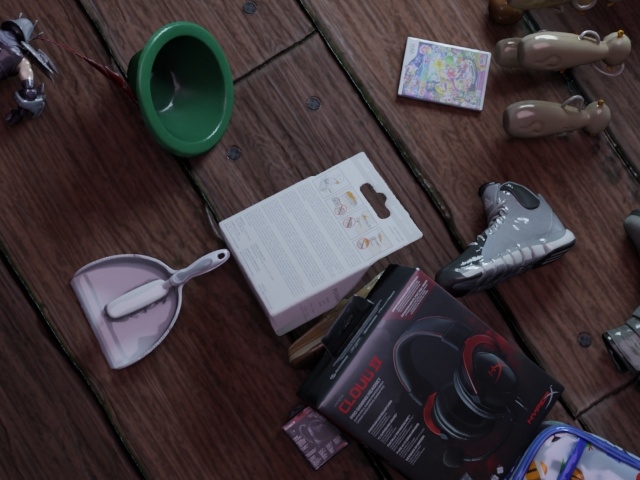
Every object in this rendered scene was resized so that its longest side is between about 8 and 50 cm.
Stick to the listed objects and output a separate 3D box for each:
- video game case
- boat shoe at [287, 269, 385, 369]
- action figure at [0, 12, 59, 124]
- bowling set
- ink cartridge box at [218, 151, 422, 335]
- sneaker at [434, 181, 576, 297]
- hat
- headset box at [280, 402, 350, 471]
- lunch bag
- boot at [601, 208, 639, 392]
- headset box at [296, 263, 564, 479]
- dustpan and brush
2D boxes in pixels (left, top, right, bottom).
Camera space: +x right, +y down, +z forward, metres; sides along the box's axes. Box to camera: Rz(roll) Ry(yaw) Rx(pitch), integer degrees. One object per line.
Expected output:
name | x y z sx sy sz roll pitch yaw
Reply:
video game case | 0.176 -0.236 1.564 0.122 0.011 0.087 11 81 -1
boat shoe | 0.030 0.103 1.486 0.190 0.068 0.072 -29 70 -14
action figure | -0.480 -0.207 1.484 0.185 0.099 0.285 34 67 9
bowling set | 0.327 -0.297 1.504 0.154 0.287 0.200 -3 48 -10
ink cartridge box | 0.000 0.000 1.460 0.224 0.056 0.181 -26 53 -8
sneaker | 0.226 -0.010 1.490 0.228 0.086 0.132 -17 72 -30
hat | -0.248 -0.219 1.526 0.173 0.183 0.209 -41 124 -40
headset box | -0.010 0.257 1.470 0.062 0.032 0.083 -38 84 -8
lunch bag | 0.309 0.398 1.416 0.243 0.115 0.303 29 86 0
boot | 0.448 0.093 1.499 0.161 0.083 0.246 -33 83 -1
headset box | 0.129 0.185 1.413 0.293 0.110 0.218 39 81 -14
dustpan and brush | -0.216 0.065 1.473 0.211 0.060 0.147 -26 84 -6
